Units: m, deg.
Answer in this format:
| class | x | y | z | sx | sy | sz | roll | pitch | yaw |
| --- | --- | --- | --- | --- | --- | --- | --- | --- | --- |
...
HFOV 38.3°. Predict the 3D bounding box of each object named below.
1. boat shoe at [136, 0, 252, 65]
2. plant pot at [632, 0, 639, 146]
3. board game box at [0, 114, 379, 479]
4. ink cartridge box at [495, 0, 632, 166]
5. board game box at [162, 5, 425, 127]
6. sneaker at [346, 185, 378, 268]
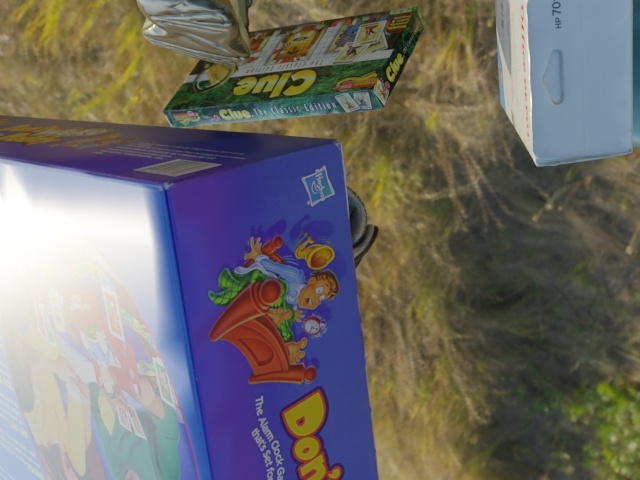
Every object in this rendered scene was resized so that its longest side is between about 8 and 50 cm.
| class | x | y | z | sx | sy | sz | roll | pitch | yaw |
| --- | --- | --- | --- | --- | --- | --- | --- | --- | --- |
| boat shoe | -0.079 | -0.169 | 0.624 | 0.080 | 0.073 | 0.223 | 13 | -179 | -5 |
| plant pot | 0.460 | -0.225 | 1.104 | 0.255 | 0.271 | 0.271 | 19 | 159 | 25 |
| board game box | -0.116 | 0.060 | 0.477 | 0.347 | 0.078 | 0.233 | 12 | 114 | 50 |
| ink cartridge box | 0.197 | -0.159 | 0.770 | 0.082 | 0.190 | 0.139 | -6 | 113 | 4 |
| board game box | -0.031 | -0.177 | 0.954 | 0.260 | 0.136 | 0.030 | 0 | 139 | 32 |
| sneaker | 0.000 | 0.000 | 0.824 | 0.101 | 0.268 | 0.153 | 42 | 125 | 2 |
